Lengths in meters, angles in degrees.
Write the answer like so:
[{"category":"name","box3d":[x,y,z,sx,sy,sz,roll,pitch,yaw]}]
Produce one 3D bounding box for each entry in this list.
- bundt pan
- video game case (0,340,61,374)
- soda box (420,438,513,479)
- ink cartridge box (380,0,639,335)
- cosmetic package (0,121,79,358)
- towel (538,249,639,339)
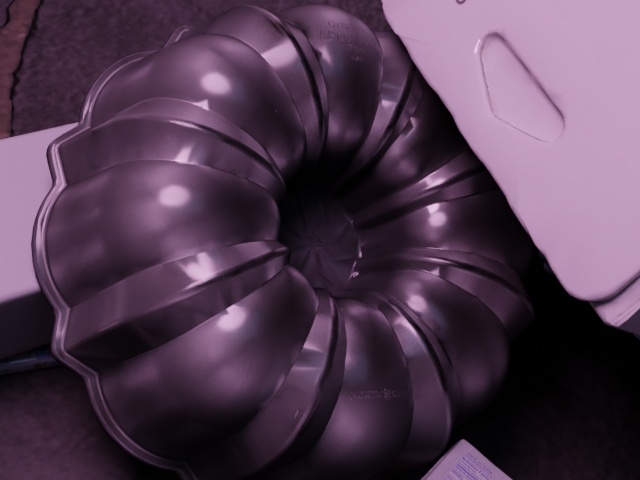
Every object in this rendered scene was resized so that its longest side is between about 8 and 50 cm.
[{"category":"bundt pan","box3d":[0.000,0.000,0.754,0.330,0.124,0.331,8,74,-28]},{"category":"video game case","box3d":[-0.237,0.038,0.815,0.166,0.015,0.119,-8,58,-18]},{"category":"soda box","box3d":[0.154,0.253,0.714,0.286,0.098,0.091,39,58,14]},{"category":"ink cartridge box","box3d":[0.264,-0.060,0.773,0.395,0.166,0.285,18,32,-44]},{"category":"cosmetic package","box3d":[-0.148,-0.011,0.811,0.231,0.085,0.117,-17,64,-30]},{"category":"towel","box3d":[0.267,0.094,0.812,0.285,0.209,0.034,43,100,17]}]
